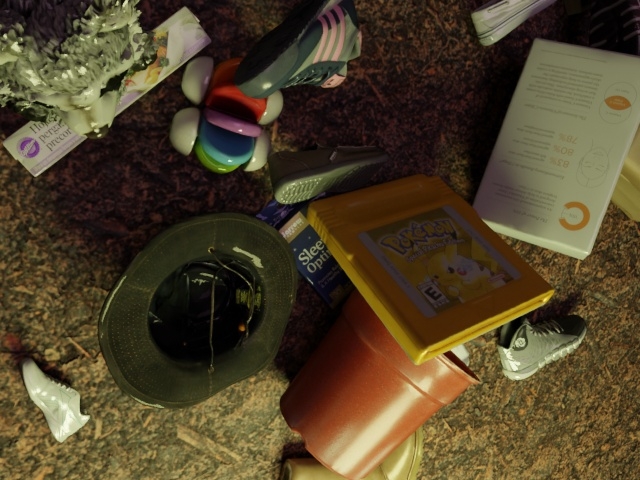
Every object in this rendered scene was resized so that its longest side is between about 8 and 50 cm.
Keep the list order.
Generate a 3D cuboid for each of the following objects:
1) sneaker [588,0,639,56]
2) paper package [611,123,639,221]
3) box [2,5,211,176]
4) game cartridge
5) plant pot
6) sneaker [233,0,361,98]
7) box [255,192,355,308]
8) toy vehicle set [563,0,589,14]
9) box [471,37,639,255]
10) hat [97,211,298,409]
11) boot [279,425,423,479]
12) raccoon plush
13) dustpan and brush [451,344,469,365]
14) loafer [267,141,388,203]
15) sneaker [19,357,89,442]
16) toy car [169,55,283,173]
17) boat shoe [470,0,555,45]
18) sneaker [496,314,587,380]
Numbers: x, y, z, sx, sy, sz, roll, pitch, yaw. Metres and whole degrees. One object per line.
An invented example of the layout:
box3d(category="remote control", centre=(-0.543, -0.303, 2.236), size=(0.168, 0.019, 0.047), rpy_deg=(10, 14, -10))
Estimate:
box3d(category="sneaker", centre=(0.605, -0.454, 1.065), size=(0.162, 0.106, 0.282), rpy_deg=(-12, 92, -27))
box3d(category="paper package", centre=(0.742, -0.237, 1.189), size=(0.309, 0.168, 0.325), rpy_deg=(32, 88, -25))
box3d(category="box", centre=(-0.305, -0.219, 0.799), size=(0.324, 0.067, 0.063), rpy_deg=(-42, 111, -10))
box3d(category="game cartridge", centre=(0.174, 0.019, 0.903), size=(0.285, 0.324, 0.053), rpy_deg=(-17, 144, -28))
box3d(category="plant pot", centre=(0.085, 0.248, 0.959), size=(0.272, 0.272, 0.265), rpy_deg=(39, 93, -24))
box3d(category="sneaker", centre=(-0.011, -0.276, 0.828), size=(0.131, 0.112, 0.319), rpy_deg=(59, 43, -29))
box3d(category="box", centre=(0.000, 0.000, 0.989), size=(0.136, 0.036, 0.225), rpy_deg=(-44, 112, -10))
box3d(category="toy vehicle set", centre=(0.592, -0.601, 1.126), size=(0.266, 0.035, 0.166), rpy_deg=(-33, 111, -14))
box3d(category="box", centre=(0.447, -0.163, 1.023), size=(0.168, 0.215, 0.345), rpy_deg=(15, 96, -66))
box3d(category="hat", centre=(-0.200, 0.092, 0.867), size=(0.331, 0.134, 0.332), rpy_deg=(-15, 114, -38))
box3d(category="boot", centre=(0.061, 0.434, 1.071), size=(0.269, 0.089, 0.236), rpy_deg=(4, 93, -20))
box3d(category="raccoon plush", centre=(-0.357, -0.306, 0.590), size=(0.216, 0.299, 0.446), rpy_deg=(-42, 101, -10))
box3d(category="dustpan and brush", centre=(0.221, 0.263, 1.119), size=(0.211, 0.060, 0.147), rpy_deg=(-38, 112, -13))
box3d(category="loafer", centre=(0.015, -0.133, 0.922), size=(0.251, 0.094, 0.087), rpy_deg=(-16, 69, -42))
box3d(category="sneaker", centre=(-0.415, 0.238, 0.853), size=(0.061, 0.053, 0.152), rpy_deg=(-30, 116, -25))
box3d(category="toy car", centre=(-0.135, -0.191, 0.838), size=(0.159, 0.136, 0.182), rpy_deg=(13, 95, -25))
box3d(category="boat shoe", centre=(0.383, -0.464, 1.036), size=(0.226, 0.083, 0.076), rpy_deg=(-40, 114, -11))
box3d(category="sneaker", centre=(0.485, 0.199, 1.209), size=(0.228, 0.086, 0.132), rpy_deg=(-32, 108, -14))
